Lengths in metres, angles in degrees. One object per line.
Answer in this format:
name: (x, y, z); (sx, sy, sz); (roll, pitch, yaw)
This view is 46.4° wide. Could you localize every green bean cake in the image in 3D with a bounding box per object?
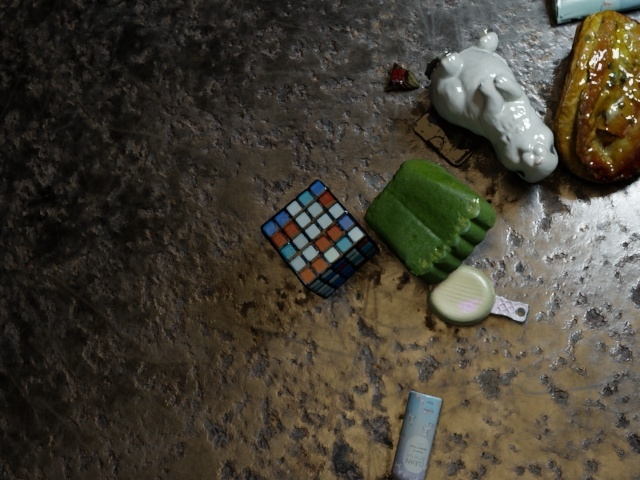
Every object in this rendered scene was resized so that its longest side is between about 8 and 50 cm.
green bean cake: (0.237, -0.051, 1.661); (0.222, 0.125, 0.248); (-51, 55, 12)

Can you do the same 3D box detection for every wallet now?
wallet: (0.669, -0.619, 1.758); (0.250, 0.075, 0.176); (-7, 90, 11)
wallet: (0.297, -0.248, 1.787); (0.082, 0.018, 0.157); (-43, 73, -1)

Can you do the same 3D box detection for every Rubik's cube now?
Rubik's cube: (0.000, 0.000, 1.707); (0.184, 0.182, 0.187); (-43, 72, 1)

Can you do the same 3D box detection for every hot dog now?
hot dog: (0.644, -0.320, 1.641); (0.266, 0.174, 0.388); (16, 81, -8)

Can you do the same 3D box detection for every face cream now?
face cream: (0.203, 0.447, 1.619); (0.075, 0.075, 0.230); (12, 81, 14)

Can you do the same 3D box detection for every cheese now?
cheese: (0.351, 0.132, 1.664); (0.227, 0.064, 0.137); (15, 84, 16)

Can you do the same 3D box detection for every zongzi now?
zongzi: (0.190, -0.390, 1.833); (0.083, 0.067, 0.073); (40, 100, 36)

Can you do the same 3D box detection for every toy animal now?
toy animal: (0.393, -0.279, 1.679); (0.193, 0.258, 0.357); (-33, 82, -9)
